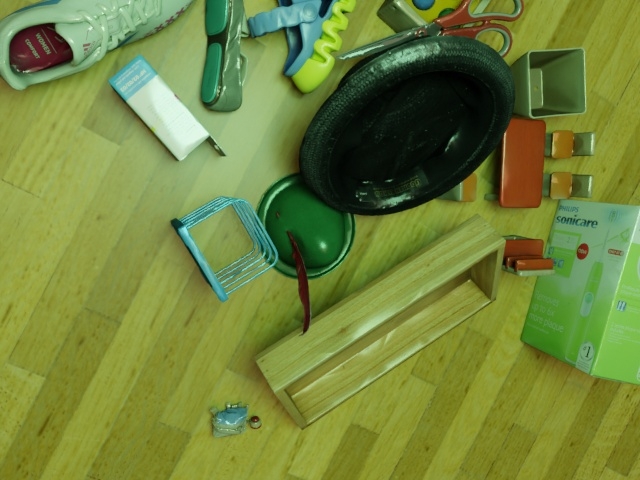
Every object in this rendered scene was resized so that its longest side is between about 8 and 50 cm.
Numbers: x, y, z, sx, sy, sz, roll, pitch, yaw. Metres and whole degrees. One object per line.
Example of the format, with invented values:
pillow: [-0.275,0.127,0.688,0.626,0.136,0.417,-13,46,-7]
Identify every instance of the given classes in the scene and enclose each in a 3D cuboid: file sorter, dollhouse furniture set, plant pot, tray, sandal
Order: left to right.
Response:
file sorter: [-0.145,0.002,0.888,0.104,0.170,0.118,-31,104,-13]
sandal: [-0.009,-0.393,0.891,0.138,0.126,0.317,21,90,-21]
tray: [0.106,0.136,0.963,0.411,0.076,0.203,-32,147,-9]
dollhouse furniture set: [0.343,-0.078,1.021,0.262,0.135,0.259,-2,98,-15]
plant pot: [0.379,-0.266,1.026,0.109,0.096,0.109,-8,99,-15]

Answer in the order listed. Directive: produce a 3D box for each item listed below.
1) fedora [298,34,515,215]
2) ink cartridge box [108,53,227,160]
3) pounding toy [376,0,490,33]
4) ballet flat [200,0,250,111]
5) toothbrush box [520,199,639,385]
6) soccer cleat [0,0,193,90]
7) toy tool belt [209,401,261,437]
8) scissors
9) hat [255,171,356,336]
fedora: [0.114,-0.192,0.899,0.334,0.153,0.334,-10,141,-8]
ink cartridge box: [-0.222,-0.175,0.876,0.061,0.104,0.181,-43,105,-6]
pounding toy: [0.173,-0.429,0.952,0.206,0.094,0.181,37,87,-17]
ballet flat: [-0.141,-0.304,0.910,0.068,0.072,0.213,0,99,-42]
toothbrush box: [0.492,0.081,1.045,0.122,0.206,0.283,15,94,-15]
soccer cleat: [-0.291,-0.301,0.812,0.331,0.143,0.116,-31,132,-5]
toy tool belt: [-0.140,0.293,0.987,0.083,0.052,0.051,-6,107,-14]
scissors: [0.170,-0.331,0.912,0.297,0.021,0.109,-3,115,-9]
hat: [0.000,0.000,0.915,0.173,0.183,0.209,-18,102,-11]
